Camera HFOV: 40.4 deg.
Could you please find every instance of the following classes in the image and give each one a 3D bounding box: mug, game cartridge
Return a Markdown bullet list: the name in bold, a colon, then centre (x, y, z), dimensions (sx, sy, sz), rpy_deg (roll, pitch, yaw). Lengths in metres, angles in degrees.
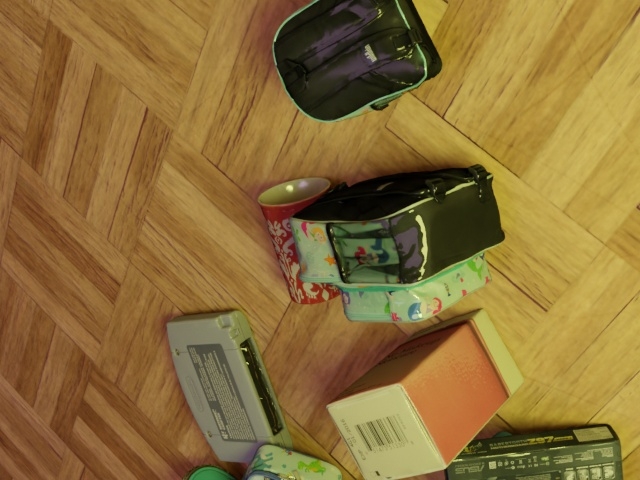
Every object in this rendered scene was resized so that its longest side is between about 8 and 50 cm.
- **mug**: centre (-0.008, 0.004, 1.304), dimensions (0.150, 0.113, 0.169), rpy_deg (5, 117, 39)
- **game cartridge**: centre (-0.175, 0.271, 1.608), dimensions (0.198, 0.062, 0.297), rpy_deg (-7, 107, 45)

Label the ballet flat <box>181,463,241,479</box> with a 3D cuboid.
- **ballet flat**: centre (-0.105, 0.647, 1.681), dimensions (0.483, 0.164, 0.182), rpy_deg (43, 152, 12)

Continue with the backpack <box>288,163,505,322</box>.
- **backpack**: centre (0.092, 0.001, 1.145), dimensions (0.254, 0.225, 0.191), rpy_deg (3, 108, 42)

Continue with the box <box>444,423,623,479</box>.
- **box**: centre (0.290, 0.354, 1.178), dimensions (0.233, 0.059, 0.183), rpy_deg (-8, 103, 4)

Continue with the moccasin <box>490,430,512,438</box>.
- **moccasin**: centre (0.263, 0.450, 1.286), dimensions (0.117, 0.138, 0.341), rpy_deg (20, 123, 25)

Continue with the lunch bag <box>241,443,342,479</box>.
- **lunch bag**: centre (-0.063, 0.470, 1.558), dimensions (0.176, 0.090, 0.219), rpy_deg (21, 129, -5)

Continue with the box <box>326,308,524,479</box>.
- **box**: centre (0.147, 0.210, 1.193), dimensions (0.149, 0.232, 0.126), rpy_deg (-28, 92, 43)

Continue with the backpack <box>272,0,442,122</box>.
- **backpack**: centre (0.043, -0.241, 1.109), dimensions (0.188, 0.144, 0.165), rpy_deg (-26, 95, 20)
